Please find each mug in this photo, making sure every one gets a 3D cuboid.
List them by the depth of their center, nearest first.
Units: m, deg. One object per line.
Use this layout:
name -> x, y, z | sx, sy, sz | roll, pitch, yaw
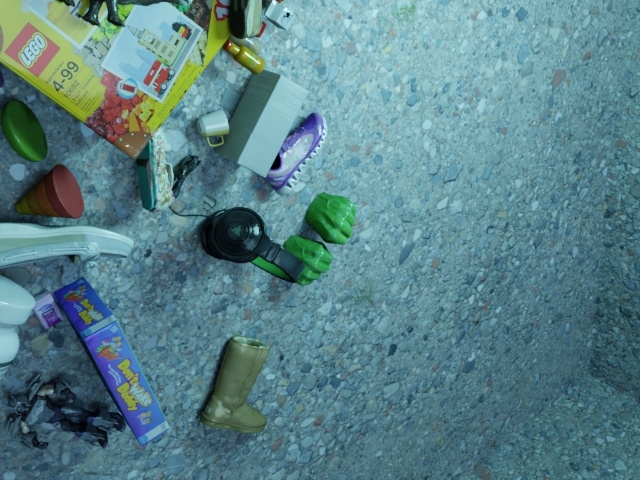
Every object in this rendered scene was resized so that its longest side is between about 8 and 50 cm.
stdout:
mug -> -0.256, -0.268, 1.522 | 0.064, 0.062, 0.078 | -18, 88, -22

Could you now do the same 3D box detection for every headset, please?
headset -> -0.202, -0.037, 1.580 | 0.394, 0.243, 0.185 | 32, 78, -18

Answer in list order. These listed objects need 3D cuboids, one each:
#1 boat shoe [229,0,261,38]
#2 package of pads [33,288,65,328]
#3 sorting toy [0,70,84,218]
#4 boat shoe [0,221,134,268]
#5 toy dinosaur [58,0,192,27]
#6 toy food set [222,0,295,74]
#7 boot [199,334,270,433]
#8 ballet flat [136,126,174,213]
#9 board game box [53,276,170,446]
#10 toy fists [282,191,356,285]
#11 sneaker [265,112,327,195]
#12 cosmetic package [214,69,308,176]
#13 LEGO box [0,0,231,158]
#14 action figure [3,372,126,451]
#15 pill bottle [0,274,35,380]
boat shoe -> -0.138, -0.495, 1.252 | 0.072, 0.068, 0.190 | -26, 137, -43
package of pads -> -0.625, 0.157, 1.459 | 0.050, 0.032, 0.083 | -30, 127, -20
sorting toy -> -0.619, -0.179, 1.275 | 0.126, 0.127, 0.366 | -19, 124, 5
boat shoe -> -0.562, 0.022, 1.366 | 0.320, 0.118, 0.103 | 4, 81, -36
toy dinosaur -> -0.371, -0.459, 1.060 | 0.313, 0.121, 0.160 | 27, 81, -38
toy food set -> -0.143, -0.511, 1.459 | 0.104, 0.111, 0.232 | 26, 97, -43
boot -> -0.209, 0.427, 1.884 | 0.236, 0.089, 0.270 | 19, 98, -43
ballet flat -> -0.375, -0.182, 1.451 | 0.077, 0.091, 0.241 | -18, 115, -45
board game box -> -0.485, 0.283, 1.495 | 0.078, 0.233, 0.347 | -30, 127, -23
toy fists -> 0.000, 0.000, 1.803 | 0.096, 0.142, 0.279 | 36, 87, -43
sneaker -> -0.075, -0.237, 1.667 | 0.104, 0.095, 0.236 | 32, 91, -35
cosmetic package -> -0.145, -0.288, 1.559 | 0.107, 0.127, 0.238 | 20, 99, -42
LEGO box -> -0.379, -0.477, 1.234 | 0.500, 0.193, 0.372 | -54, 133, -4
action figure -> -0.626, 0.424, 1.548 | 0.285, 0.099, 0.185 | 31, 100, -39
pill bottle -> -0.746, 0.244, 1.285 | 0.210, 0.210, 0.363 | 30, 91, -43
